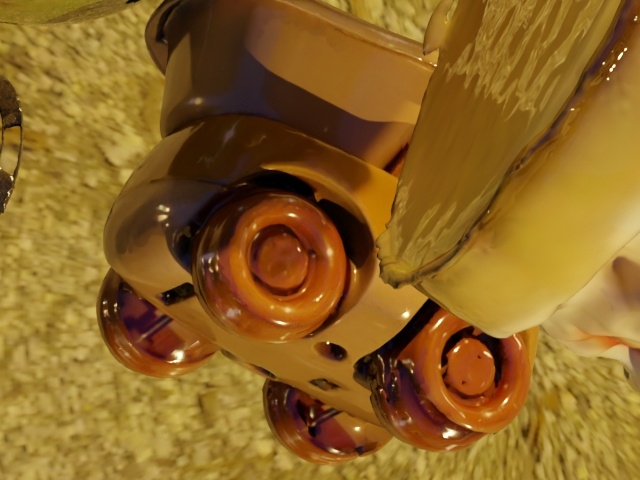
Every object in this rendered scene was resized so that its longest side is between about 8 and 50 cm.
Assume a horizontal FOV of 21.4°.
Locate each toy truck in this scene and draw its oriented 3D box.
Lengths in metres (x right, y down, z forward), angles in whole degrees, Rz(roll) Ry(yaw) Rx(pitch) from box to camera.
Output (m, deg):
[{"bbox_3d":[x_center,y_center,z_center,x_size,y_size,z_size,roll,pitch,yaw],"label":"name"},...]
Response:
[{"bbox_3d":[0.000,0.000,1.004,0.288,0.204,0.212,28,67,-21],"label":"toy truck"}]

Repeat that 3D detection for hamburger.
[{"bbox_3d":[0.158,-0.084,0.594,0.186,0.261,0.303,22,54,-11],"label":"hamburger"}]

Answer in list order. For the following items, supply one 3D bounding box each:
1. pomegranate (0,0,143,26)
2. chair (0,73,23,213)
[{"bbox_3d":[-0.123,-0.278,0.993,0.358,0.216,0.310,-6,83,1],"label":"pomegranate"},{"bbox_3d":[-0.369,-0.108,1.634,0.213,0.149,0.174,44,121,-4],"label":"chair"}]
